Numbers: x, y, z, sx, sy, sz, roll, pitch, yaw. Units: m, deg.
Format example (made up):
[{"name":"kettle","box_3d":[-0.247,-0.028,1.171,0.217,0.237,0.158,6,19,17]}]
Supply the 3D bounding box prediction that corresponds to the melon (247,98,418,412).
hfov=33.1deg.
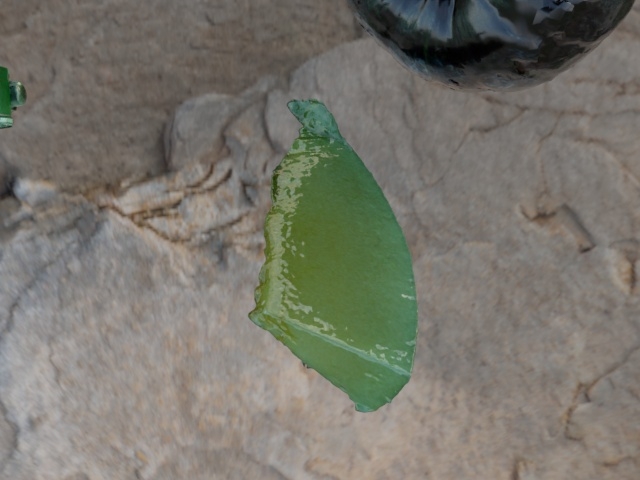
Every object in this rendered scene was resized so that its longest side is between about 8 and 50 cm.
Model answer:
[{"name":"melon","box_3d":[0.000,-0.001,0.738,0.114,0.053,0.262,6,46,-15]}]

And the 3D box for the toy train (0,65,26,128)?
[{"name":"toy train","box_3d":[-0.382,-0.136,1.052,0.178,0.104,0.071,-4,92,9]}]

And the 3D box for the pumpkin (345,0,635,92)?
[{"name":"pumpkin","box_3d":[0.116,-0.218,0.742,0.233,0.233,0.163,43,38,7]}]
